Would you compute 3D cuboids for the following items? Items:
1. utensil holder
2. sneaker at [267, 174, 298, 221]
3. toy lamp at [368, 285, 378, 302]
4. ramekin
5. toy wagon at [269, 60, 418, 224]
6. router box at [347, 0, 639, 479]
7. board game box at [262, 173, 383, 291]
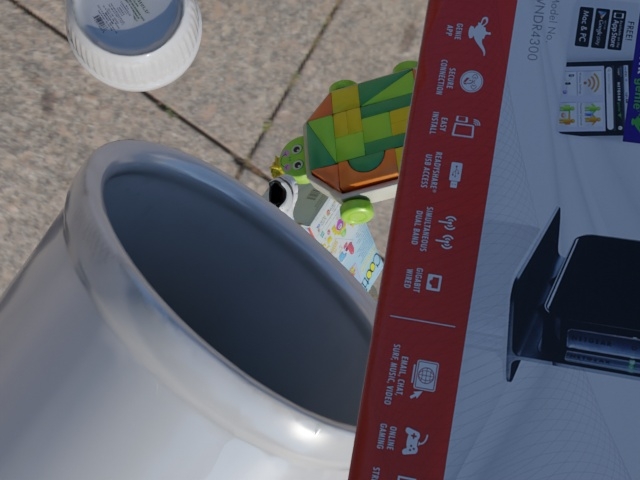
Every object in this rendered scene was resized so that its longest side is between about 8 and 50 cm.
[{"bbox_3d":[-0.159,0.164,0.697,0.327,0.328,0.385,28,112,-36],"label":"utensil holder"},{"bbox_3d":[-0.049,-0.026,0.990,0.043,0.040,0.109,-7,92,-71],"label":"sneaker"},{"bbox_3d":[0.139,0.171,1.790,0.080,0.275,0.080,-21,156,-10],"label":"toy lamp"},{"bbox_3d":[-0.281,-0.337,1.223,0.207,0.109,0.207,1,86,-8],"label":"ramekin"},{"bbox_3d":[0.067,-0.160,1.376,0.068,0.344,0.267,51,30,-57],"label":"toy wagon"},{"bbox_3d":[0.180,0.044,0.399,0.082,0.301,0.336,48,51,-76],"label":"router box"},{"bbox_3d":[0.000,0.000,1.606,0.144,0.142,0.275,-56,141,-29],"label":"board game box"}]
